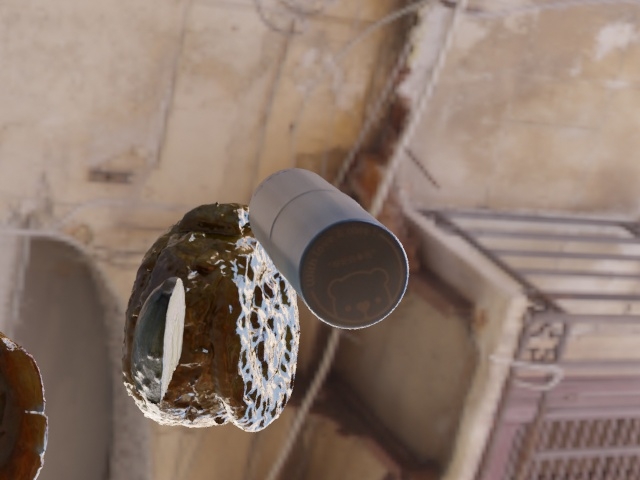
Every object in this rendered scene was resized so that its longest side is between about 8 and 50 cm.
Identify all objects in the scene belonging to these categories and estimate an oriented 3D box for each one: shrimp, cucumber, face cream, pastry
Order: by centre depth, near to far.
[{"bbox_3d":[-0.177,0.074,0.602,0.025,0.127,0.091,144,-54,-84],"label":"shrimp"},{"bbox_3d":[0.000,0.000,1.057,0.250,0.077,0.077,-132,-131,-76],"label":"face cream"},{"bbox_3d":[-0.130,0.072,1.147,0.067,0.035,0.107,-69,171,-49],"label":"cucumber"},{"bbox_3d":[-0.113,0.080,1.496,0.132,0.240,0.235,-2,-91,16],"label":"pastry"}]
